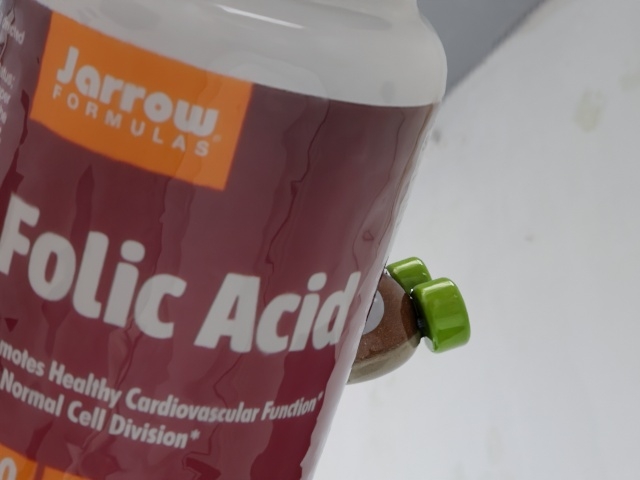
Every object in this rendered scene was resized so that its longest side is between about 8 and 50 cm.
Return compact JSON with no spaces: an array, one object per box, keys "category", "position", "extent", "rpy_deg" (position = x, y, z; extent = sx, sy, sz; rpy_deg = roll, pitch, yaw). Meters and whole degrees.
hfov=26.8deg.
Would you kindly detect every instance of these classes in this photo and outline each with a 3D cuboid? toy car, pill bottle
[{"category":"toy car","position":[0.000,0.000,0.958],"extent":[0.149,0.155,0.188],"rpy_deg":[-140,-146,-74]},{"category":"pill bottle","position":[-0.066,-0.035,0.686],"extent":[0.224,0.224,0.392],"rpy_deg":[49,-54,57]}]
